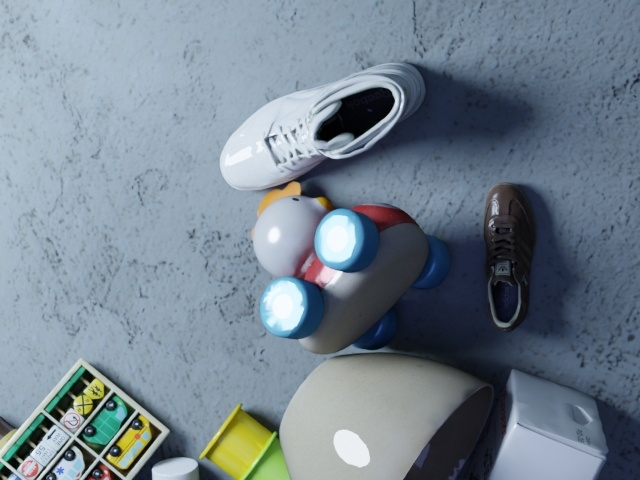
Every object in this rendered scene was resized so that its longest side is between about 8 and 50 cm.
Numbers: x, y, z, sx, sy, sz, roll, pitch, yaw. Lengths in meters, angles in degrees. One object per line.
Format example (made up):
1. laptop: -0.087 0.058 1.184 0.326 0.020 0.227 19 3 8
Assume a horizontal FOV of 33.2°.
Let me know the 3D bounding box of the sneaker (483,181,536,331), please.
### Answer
1. sneaker: 0.239 0.023 1.353 0.066 0.071 0.189 -3 101 13

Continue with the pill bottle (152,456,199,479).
1. pill bottle: -0.200 0.383 1.520 0.078 0.078 0.137 -1 100 13

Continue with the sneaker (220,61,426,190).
1. sneaker: -0.018 -0.137 1.331 0.292 0.169 0.108 -26 96 17

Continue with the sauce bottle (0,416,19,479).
1. sauce bottle: -0.464 0.321 1.552 0.344 0.111 0.111 41 107 4

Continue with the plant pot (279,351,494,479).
1. plant pot: 0.060 0.251 1.350 0.191 0.284 0.284 31 107 22

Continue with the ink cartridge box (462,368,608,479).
1. ink cartridge box: 0.240 0.328 1.341 0.117 0.207 0.283 22 104 4

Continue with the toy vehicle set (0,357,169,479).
1. toy vehicle set: -0.357 0.318 1.492 0.166 0.035 0.267 38 73 3

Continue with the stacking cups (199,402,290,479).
1. stacking cups: -0.012 0.351 1.463 0.316 0.096 0.096 36 106 3

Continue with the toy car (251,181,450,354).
1. toy car: 0.000 0.000 1.366 0.210 0.219 0.238 -51 59 16
